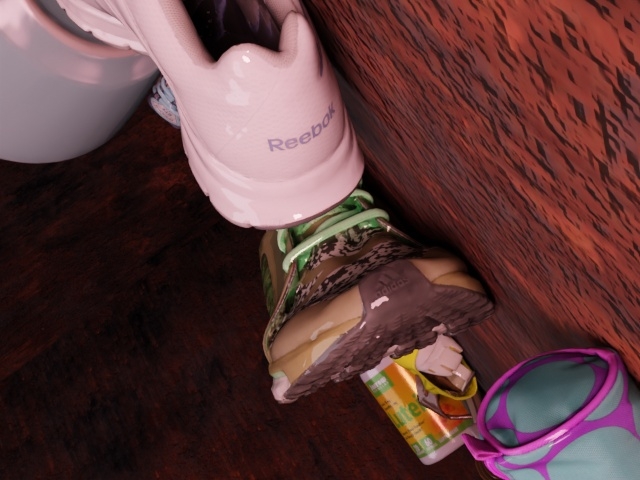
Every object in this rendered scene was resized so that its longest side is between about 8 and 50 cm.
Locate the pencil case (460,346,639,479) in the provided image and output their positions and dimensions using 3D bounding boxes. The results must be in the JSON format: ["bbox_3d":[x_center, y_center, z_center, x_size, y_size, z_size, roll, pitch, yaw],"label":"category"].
[{"bbox_3d":[0.125,0.115,0.334,0.151,0.070,0.064,54,179,-15],"label":"pencil case"}]

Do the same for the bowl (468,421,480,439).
[{"bbox_3d":[0.238,0.264,0.910,0.142,0.053,0.142,54,179,-16],"label":"bowl"}]

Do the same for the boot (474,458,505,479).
[{"bbox_3d":[0.299,0.363,1.140,0.152,0.073,0.197,49,-176,-26],"label":"boot"}]

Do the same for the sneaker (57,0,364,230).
[{"bbox_3d":[-0.074,-0.146,0.436,0.297,0.111,0.129,49,162,25],"label":"sneaker"}]

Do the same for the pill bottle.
[{"bbox_3d":[0.149,0.222,1.317,0.245,0.136,0.136,53,179,10],"label":"pill bottle"}]

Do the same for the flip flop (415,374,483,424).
[{"bbox_3d":[0.164,0.195,1.195,0.277,0.080,0.112,56,176,25],"label":"flip flop"}]

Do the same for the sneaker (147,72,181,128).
[{"bbox_3d":[-0.122,-0.163,0.890,0.110,0.122,0.283,53,180,-18],"label":"sneaker"}]

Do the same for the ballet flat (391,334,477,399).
[{"bbox_3d":[0.144,0.143,1.001,0.077,0.077,0.231,27,167,34],"label":"ballet flat"}]

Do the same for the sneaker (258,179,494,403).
[{"bbox_3d":[0.000,0.000,0.626,0.410,0.158,0.182,-171,56,-84],"label":"sneaker"}]

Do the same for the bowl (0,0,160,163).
[{"bbox_3d":[-0.255,-0.240,0.785,0.163,0.311,0.311,-8,127,45],"label":"bowl"}]
